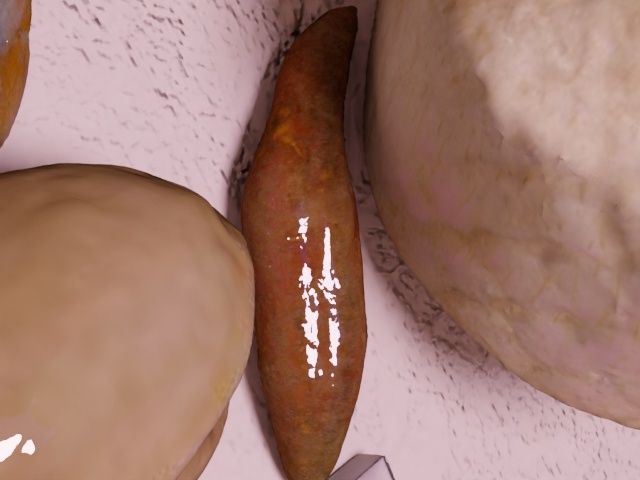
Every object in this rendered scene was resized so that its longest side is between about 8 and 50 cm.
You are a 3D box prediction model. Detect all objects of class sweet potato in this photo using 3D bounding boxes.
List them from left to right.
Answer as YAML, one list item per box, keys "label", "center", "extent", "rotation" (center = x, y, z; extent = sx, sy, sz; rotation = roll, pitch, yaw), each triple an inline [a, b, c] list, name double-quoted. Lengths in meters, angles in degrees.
- label: "sweet potato"
  center: [-0.005, -0.004, 0.894]
  extent: [0.078, 0.058, 0.255]
  rotation: [16, 72, -57]

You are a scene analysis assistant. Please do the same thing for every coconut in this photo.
- label: "coconut"
  center: [0.202, -0.106, 0.894]
  extent: [0.344, 0.415, 0.415]
  rotation: [7, 79, -3]

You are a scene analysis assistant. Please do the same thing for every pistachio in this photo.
- label: "pistachio"
  center: [-0.144, 0.066, 0.693]
  extent: [0.293, 0.181, 0.162]
  rotation: [-33, 149, -36]

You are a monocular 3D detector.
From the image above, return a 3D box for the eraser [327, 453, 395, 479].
- label: "eraser"
  center: [0.021, 0.200, 0.919]
  extent: [0.104, 0.023, 0.150]
  rotation: [-35, 109, -39]

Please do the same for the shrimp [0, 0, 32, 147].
- label: "shrimp"
  center: [-0.173, -0.079, 0.747]
  extent: [0.132, 0.051, 0.187]
  rotation: [44, 56, -31]
